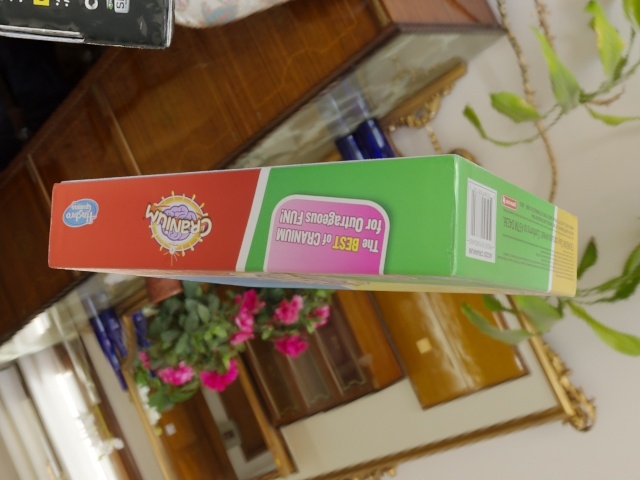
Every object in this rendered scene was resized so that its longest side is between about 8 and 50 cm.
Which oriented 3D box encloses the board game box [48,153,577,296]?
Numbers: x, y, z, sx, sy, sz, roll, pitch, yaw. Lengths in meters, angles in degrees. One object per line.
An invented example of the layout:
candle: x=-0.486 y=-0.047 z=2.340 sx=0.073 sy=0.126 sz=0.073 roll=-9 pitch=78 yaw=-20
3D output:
board game box: x=0.000 y=0.000 z=0.563 sx=0.316 sy=0.064 sz=0.242 roll=-1 pitch=173 yaw=33

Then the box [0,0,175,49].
box: x=-0.195 y=-0.269 z=0.378 sx=0.257 sy=0.322 sz=0.079 roll=2 pitch=-160 yaw=-10
